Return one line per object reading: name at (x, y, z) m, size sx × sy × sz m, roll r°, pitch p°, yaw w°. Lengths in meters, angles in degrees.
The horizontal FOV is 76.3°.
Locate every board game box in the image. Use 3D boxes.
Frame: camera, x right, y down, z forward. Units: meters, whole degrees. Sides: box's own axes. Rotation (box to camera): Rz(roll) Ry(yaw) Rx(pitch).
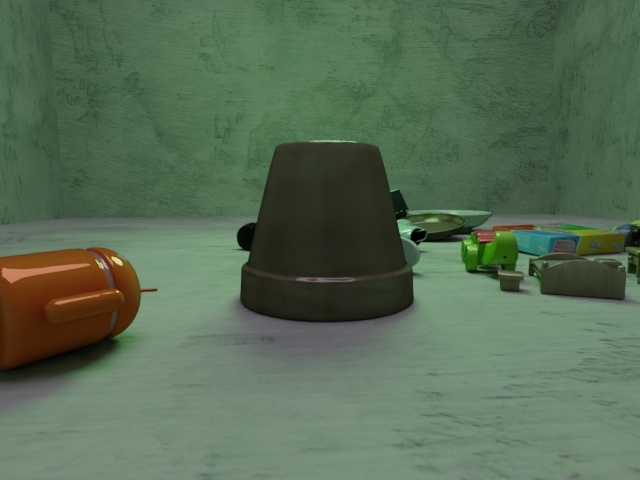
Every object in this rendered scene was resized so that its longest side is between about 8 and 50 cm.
board game box at (0.779, -0.006, 1.352) m, size 0.316 × 0.064 × 0.242 m, roll -3°, pitch 11°, yaw -19°

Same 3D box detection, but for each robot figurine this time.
robot figurine at (-0.322, 0.074, 0.497) m, size 0.158 × 0.128 × 0.219 m, roll -47°, pitch -21°, yaw 30°

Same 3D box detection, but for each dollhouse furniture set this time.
dollhouse furniture set at (0.568, 0.004, 0.878) m, size 0.355 × 0.174 × 0.303 m, roll 3°, pitch 7°, yaw 19°

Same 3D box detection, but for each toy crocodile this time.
toy crocodile at (0.434, 0.017, 1.060) m, size 0.115 × 0.105 × 0.340 m, roll 2°, pitch 7°, yaw 15°

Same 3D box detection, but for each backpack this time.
backpack at (0.179, -0.104, 1.579) m, size 0.225 × 0.191 × 0.253 m, roll -19°, pitch -17°, yaw -36°

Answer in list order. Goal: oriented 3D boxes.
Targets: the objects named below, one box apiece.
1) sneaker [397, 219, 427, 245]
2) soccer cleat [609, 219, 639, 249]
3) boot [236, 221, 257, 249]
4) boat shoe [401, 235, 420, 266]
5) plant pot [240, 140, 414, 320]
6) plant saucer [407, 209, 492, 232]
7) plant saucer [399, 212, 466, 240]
sneaker at (0.308, -0.017, 1.404) m, size 0.151 × 0.094 × 0.255 m, roll 4°, pitch 12°, yaw 34°
soccer cleat at (1.065, -0.021, 1.431) m, size 0.289 × 0.094 × 0.121 m, roll -6°, pitch 2°, yaw -45°
boot at (-0.136, -0.015, 1.416) m, size 0.246 × 0.094 × 0.207 m, roll -14°, pitch -13°, yaw 30°
boat shoe at (0.146, 0.027, 1.065) m, size 0.267 × 0.096 × 0.088 m, roll -5°, pitch 6°, yaw 41°
plant pot at (0.014, -0.032, 0.756) m, size 0.322 × 0.281 × 0.323 m, roll 1°, pitch 7°, yaw 0°
plant saucer at (0.631, -0.094, 2.012) m, size 0.400 × 0.101 × 0.400 m, roll 0°, pitch 6°, yaw 0°
plant saucer at (0.450, -0.057, 1.719) m, size 0.310 × 0.050 × 0.311 m, roll -7°, pitch 17°, yaw 2°
